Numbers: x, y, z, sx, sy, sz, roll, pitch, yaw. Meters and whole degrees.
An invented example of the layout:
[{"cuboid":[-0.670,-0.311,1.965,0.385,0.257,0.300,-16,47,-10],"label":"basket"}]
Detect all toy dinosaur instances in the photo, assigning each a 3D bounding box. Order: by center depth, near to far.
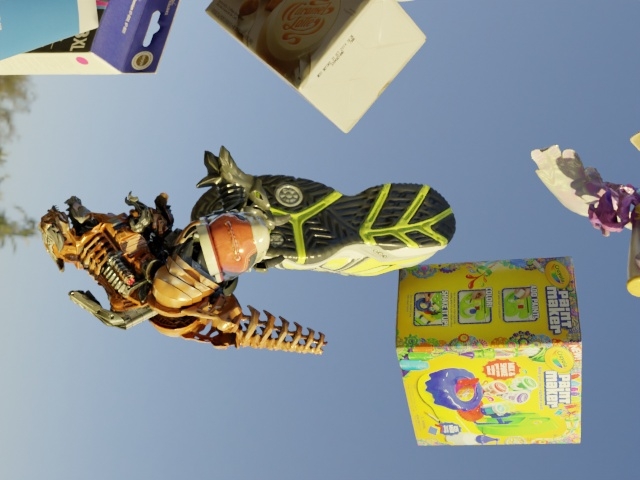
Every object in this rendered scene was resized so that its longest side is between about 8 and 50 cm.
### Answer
[{"cuboid":[-0.146,0.038,1.011,0.164,0.322,0.218,-42,-172,50],"label":"toy dinosaur"}]

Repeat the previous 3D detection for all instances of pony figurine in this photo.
[{"cuboid":[0.553,-0.039,1.525,0.303,0.351,0.363,-21,-140,27],"label":"pony figurine"}]

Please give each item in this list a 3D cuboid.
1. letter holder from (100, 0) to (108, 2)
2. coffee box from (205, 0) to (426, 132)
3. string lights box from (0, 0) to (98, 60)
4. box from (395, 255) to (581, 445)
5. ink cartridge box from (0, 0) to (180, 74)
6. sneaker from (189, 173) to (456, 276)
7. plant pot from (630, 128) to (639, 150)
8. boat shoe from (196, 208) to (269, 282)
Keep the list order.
[{"cuboid":[-0.341,-0.421,1.015,0.152,0.302,0.214,-24,-106,39],"label":"letter holder"},{"cuboid":[-0.013,-0.250,1.059,0.141,0.098,0.246,-49,-135,6],"label":"coffee box"},{"cuboid":[-0.290,-0.175,0.688,0.259,0.134,0.076,-56,148,-63],"label":"string lights box"},{"cuboid":[0.283,0.189,1.517,0.290,0.279,0.177,73,18,-45],"label":"box"},{"cuboid":[-0.410,-0.349,1.454,0.069,0.371,0.175,61,37,-60],"label":"ink cartridge box"},{"cuboid":[0.000,0.000,1.332,0.147,0.385,0.145,119,-28,-56],"label":"sneaker"},{"cuboid":[0.526,-0.154,1.287,0.096,0.109,0.109,-48,-176,-29],"label":"plant pot"},{"cuboid":[-0.058,0.001,0.624,0.137,0.043,0.049,164,-92,-84],"label":"boat shoe"}]
